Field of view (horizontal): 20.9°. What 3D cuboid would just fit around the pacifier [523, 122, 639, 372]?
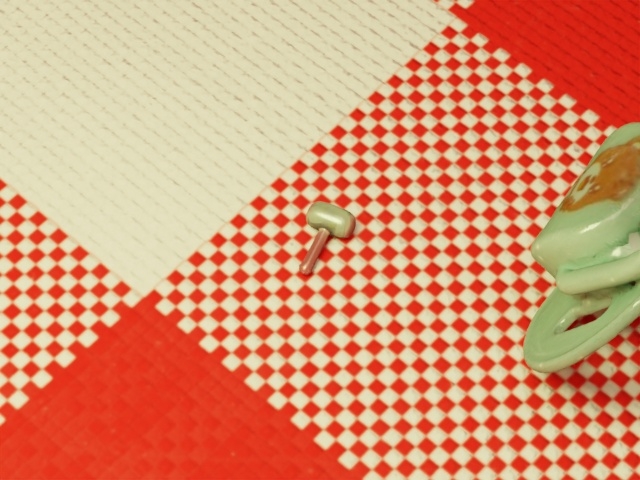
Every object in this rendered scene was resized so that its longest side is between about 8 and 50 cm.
[{"bbox_3d":[0.356,0.024,1.681,0.269,0.288,0.343,39,67,-9],"label":"pacifier"}]

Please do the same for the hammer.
[{"bbox_3d":[0.000,0.000,1.792,0.053,0.031,0.083,21,66,15],"label":"hammer"}]
